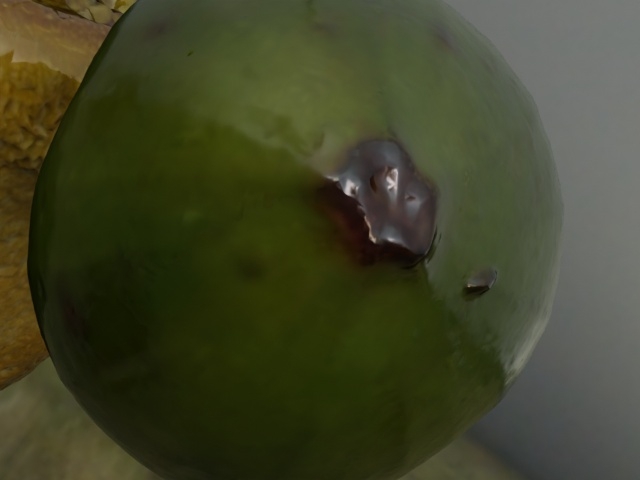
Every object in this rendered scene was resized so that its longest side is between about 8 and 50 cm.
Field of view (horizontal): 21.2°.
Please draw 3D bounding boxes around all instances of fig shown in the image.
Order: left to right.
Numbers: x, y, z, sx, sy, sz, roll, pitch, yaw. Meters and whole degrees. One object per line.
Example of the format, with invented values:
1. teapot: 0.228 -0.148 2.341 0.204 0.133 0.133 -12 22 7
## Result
1. fig: 0.000 0.000 0.594 0.203 0.203 0.225 37 -8 -14

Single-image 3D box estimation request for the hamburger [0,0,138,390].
1. hamburger: -0.202 -0.030 0.867 0.290 0.314 0.170 35 24 -51
